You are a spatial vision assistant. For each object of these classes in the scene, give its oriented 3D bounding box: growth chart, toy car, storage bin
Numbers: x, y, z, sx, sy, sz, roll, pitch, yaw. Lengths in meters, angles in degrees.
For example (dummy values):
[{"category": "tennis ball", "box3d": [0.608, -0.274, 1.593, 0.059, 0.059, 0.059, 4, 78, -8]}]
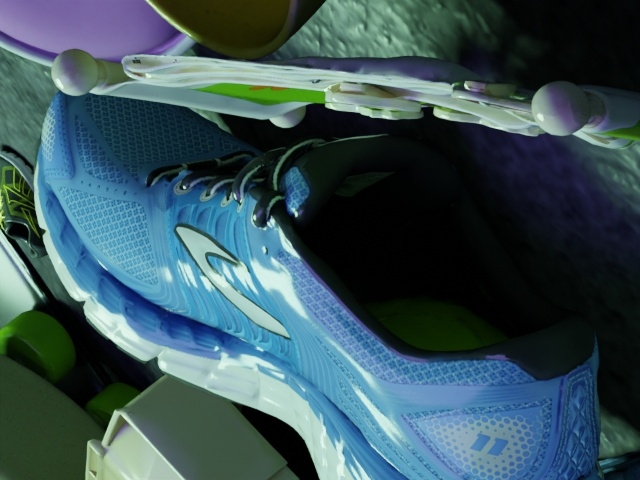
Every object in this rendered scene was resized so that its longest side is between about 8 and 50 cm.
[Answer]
[{"category": "growth chart", "box3d": [0.031, -0.046, 0.668, 0.237, 0.172, 0.021, 8, 92, 40]}, {"category": "toy car", "box3d": [-0.214, 0.168, 1.301, 0.149, 0.155, 0.188, 39, 139, 11]}, {"category": "storage bin", "box3d": [0.000, 0.201, 1.076, 0.262, 0.123, 0.260, 45, 154, 17]}]

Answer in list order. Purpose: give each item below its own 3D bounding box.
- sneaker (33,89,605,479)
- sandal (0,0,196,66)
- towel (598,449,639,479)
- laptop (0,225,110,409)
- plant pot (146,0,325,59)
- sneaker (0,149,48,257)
[{"category": "sneaker", "box3d": [0.000, 0.000, 0.839, 0.330, 0.130, 0.147, 34, 133, 34]}, {"category": "sandal", "box3d": [-0.147, -0.219, 0.705, 0.169, 0.102, 0.416, -6, 127, 15]}, {"category": "towel", "box3d": [0.145, 0.116, 0.819, 0.067, 0.029, 0.119, 53, 155, 0]}, {"category": "laptop", "box3d": [-0.282, 0.068, 1.511, 0.382, 0.236, 0.408, 57, -177, -9]}, {"category": "plant pot", "box3d": [-0.020, -0.144, 0.679, 0.134, 0.095, 0.134, 40, 153, 25]}, {"category": "sneaker", "box3d": [-0.182, -0.022, 1.194, 0.083, 0.035, 0.031, 41, 152, 24]}]
